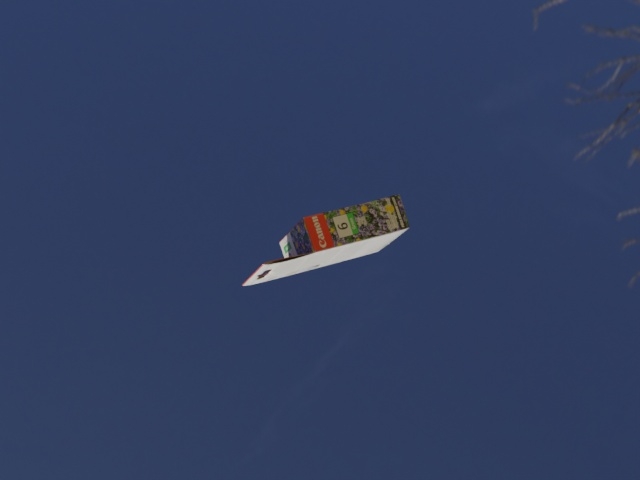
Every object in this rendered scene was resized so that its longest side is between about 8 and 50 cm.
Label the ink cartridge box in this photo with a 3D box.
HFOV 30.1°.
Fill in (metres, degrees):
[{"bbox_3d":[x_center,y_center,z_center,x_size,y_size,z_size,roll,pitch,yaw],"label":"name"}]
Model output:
[{"bbox_3d":[0.000,0.000,0.855,0.115,0.063,0.029,-14,-102,-22],"label":"ink cartridge box"}]
